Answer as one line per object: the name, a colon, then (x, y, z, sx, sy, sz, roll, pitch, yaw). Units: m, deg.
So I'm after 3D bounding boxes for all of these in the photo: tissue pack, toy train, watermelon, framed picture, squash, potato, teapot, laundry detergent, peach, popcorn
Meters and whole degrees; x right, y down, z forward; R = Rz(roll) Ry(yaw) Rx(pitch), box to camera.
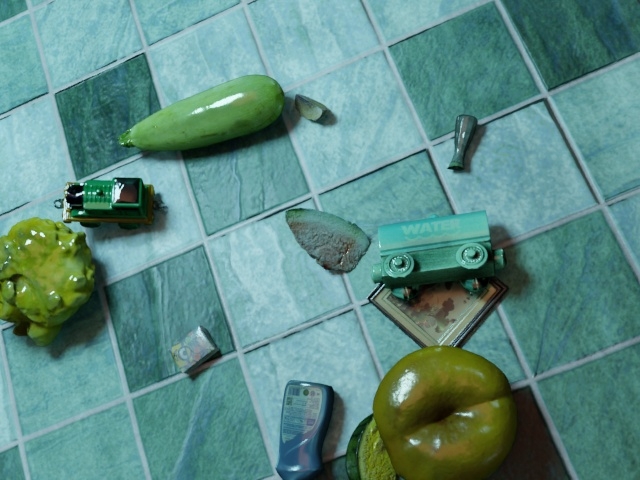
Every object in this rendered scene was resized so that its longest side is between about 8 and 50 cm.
tissue pack: (-0.253, 0.217, 1.528, 0.083, 0.035, 0.063, -38, 69, 2)
toy train: (0.216, 0.019, 1.433, 0.248, 0.101, 0.159, -7, 56, 11)
watermelon: (0.085, 0.398, 1.392, 0.092, 0.075, 0.182, 6, 72, -30)
framed picture: (0.220, 0.101, 1.455, 0.199, 0.010, 0.195, 41, 87, 21)
toy train: (-0.440, -0.083, 1.599, 0.227, 0.136, 0.091, 2, 73, -10)
watermelon: (0.001, -0.009, 1.501, 0.180, 0.081, 0.094, 37, 62, -14)
squash: (-0.249, -0.252, 1.624, 0.370, 0.118, 0.118, -18, 71, 12)
potato: (-0.016, -0.275, 1.616, 0.093, 0.036, 0.037, 38, 123, 38)
teapot: (0.277, -0.190, 1.512, 0.042, 0.043, 0.111, 12, 82, 17)
laundry detergent: (-0.034, 0.365, 1.416, 0.096, 0.061, 0.207, 7, 76, 14)
peach: (0.216, 0.304, 1.327, 0.251, 0.153, 0.251, -3, 80, 16)
popcorn: (-0.576, 0.082, 1.586, 0.233, 0.192, 0.266, 9, 100, 1)
